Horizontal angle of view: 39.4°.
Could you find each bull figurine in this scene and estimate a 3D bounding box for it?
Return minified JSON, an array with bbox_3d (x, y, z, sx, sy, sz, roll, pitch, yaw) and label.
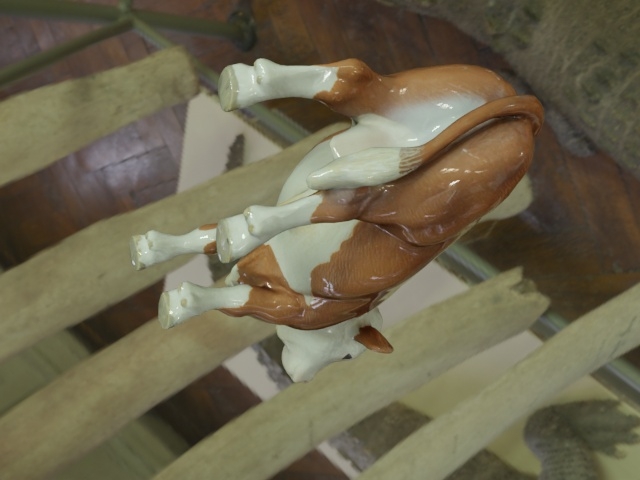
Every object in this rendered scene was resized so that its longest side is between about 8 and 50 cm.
[{"bbox_3d":[0.000,0.000,0.540,0.310,0.189,0.101,-53,48,50],"label":"bull figurine"}]
